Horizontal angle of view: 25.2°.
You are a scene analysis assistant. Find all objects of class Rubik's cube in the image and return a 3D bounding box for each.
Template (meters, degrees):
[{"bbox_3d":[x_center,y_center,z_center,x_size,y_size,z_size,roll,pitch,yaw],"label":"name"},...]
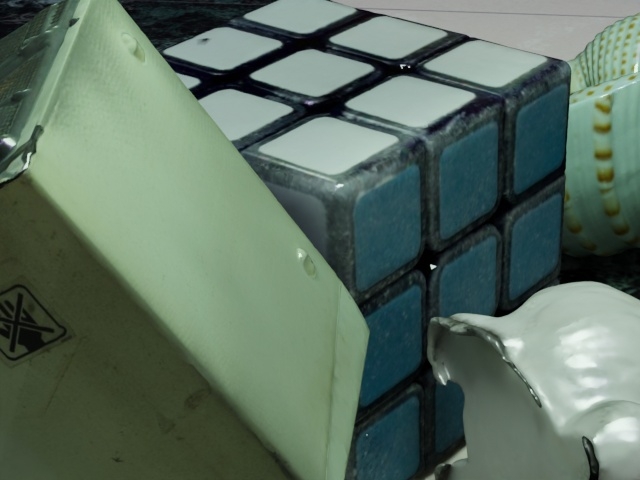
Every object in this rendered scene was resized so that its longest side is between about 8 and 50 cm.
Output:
[{"bbox_3d":[0.000,0.000,1.180,0.304,0.305,0.301,19,36,37],"label":"Rubik's cube"}]

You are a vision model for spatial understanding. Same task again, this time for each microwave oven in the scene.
[{"bbox_3d":[-0.212,0.083,0.901,0.394,0.333,0.247,-27,28,21],"label":"microwave oven"}]

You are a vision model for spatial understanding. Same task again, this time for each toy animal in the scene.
[{"bbox_3d":[0.265,0.117,1.079,0.357,0.193,0.258,-9,23,-26],"label":"toy animal"}]

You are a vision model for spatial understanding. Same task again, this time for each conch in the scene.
[{"bbox_3d":[0.274,-0.088,1.415,0.319,0.215,0.303,-21,7,38],"label":"conch"}]
